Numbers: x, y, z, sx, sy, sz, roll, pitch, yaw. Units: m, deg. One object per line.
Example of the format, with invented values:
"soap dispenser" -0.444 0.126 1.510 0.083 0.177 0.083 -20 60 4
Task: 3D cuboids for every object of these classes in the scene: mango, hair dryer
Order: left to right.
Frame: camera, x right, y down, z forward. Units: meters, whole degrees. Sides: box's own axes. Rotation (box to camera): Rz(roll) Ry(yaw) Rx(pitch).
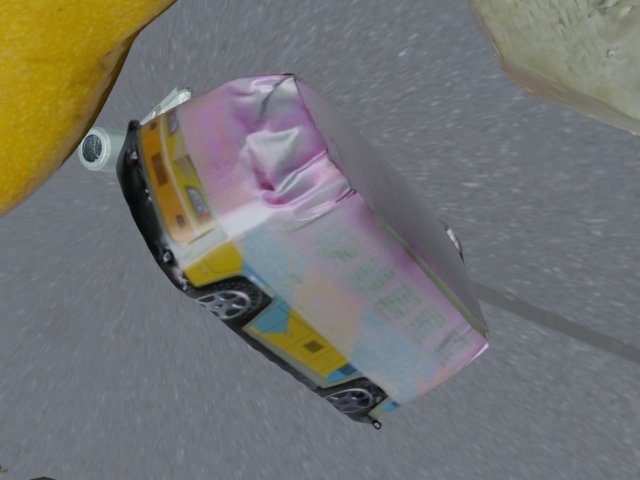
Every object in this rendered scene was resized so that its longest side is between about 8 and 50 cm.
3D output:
"mango" -0.166 -0.100 0.789 0.262 0.109 0.157 -40 130 21
"hair dryer" -0.182 -0.119 1.689 0.137 0.082 0.047 -38 66 29

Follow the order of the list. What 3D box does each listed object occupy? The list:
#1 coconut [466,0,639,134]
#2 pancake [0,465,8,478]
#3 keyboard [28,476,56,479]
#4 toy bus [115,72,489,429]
"coconut" 0.140 -0.137 0.568 0.241 0.241 0.241 0 92 -5
"pancake" -0.445 0.217 1.512 0.212 0.056 0.257 -46 120 -7
"keyboard" 0.048 0.210 0.296 0.041 0.103 0.381 -27 79 -34
"toy bus" 0.000 0.000 1.319 0.162 0.386 0.171 -32 56 12
